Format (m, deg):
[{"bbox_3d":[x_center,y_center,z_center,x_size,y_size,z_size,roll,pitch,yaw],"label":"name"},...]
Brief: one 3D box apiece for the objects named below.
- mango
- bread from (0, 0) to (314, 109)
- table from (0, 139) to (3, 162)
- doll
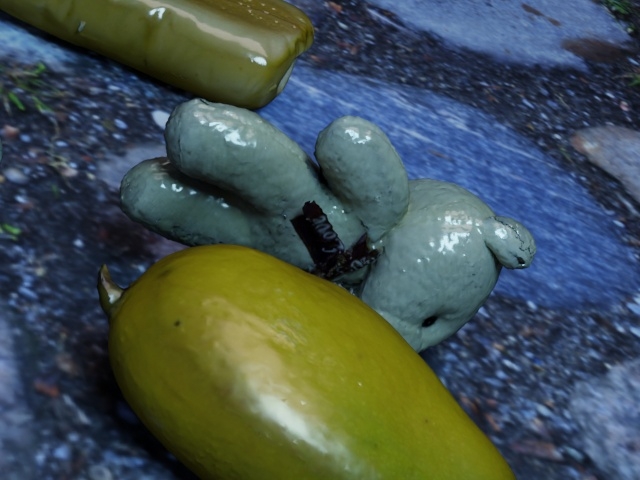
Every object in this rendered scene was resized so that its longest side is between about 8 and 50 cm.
[{"bbox_3d":[-0.005,0.104,0.923,0.317,0.119,0.176,35,30,2],"label":"mango"},{"bbox_3d":[-0.160,-0.203,1.294,0.305,0.091,0.142,23,39,-1],"label":"bread"},{"bbox_3d":[-0.295,-0.061,1.036,0.133,0.043,0.133,17,32,-11],"label":"table"},{"bbox_3d":[-0.002,0.003,1.024,0.278,0.149,0.175,22,-12,-19],"label":"doll"}]
